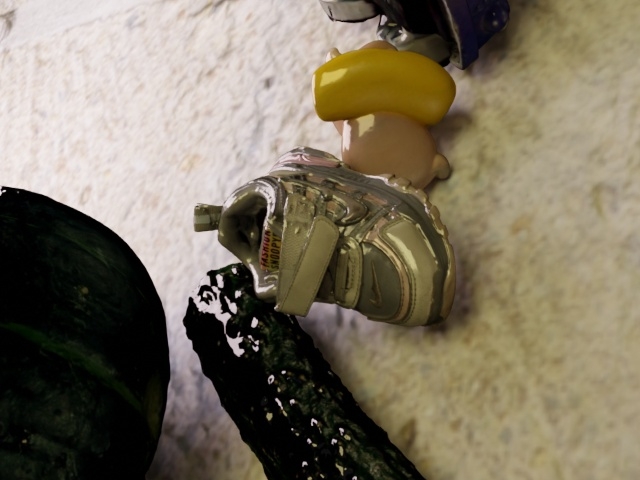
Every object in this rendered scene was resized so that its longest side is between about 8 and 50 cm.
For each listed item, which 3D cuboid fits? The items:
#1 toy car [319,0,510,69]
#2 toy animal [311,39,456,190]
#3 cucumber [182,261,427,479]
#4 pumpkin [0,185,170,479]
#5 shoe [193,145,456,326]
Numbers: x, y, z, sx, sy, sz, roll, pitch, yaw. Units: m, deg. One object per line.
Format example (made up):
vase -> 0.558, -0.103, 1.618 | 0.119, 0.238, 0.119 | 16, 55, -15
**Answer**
toy car -> 0.060, -0.237, 0.815 | 0.158, 0.172, 0.235 | -37, 48, -3
toy animal -> 0.047, -0.085, 0.796 | 0.091, 0.114, 0.082 | -25, 11, 0
cucumber -> 0.001, 0.119, 0.694 | 0.081, 0.072, 0.303 | -20, 39, -17
pumpkin -> -0.218, 0.129, 0.773 | 0.315, 0.238, 0.315 | -50, 26, 34
shoe -> 0.000, 0.000, 0.732 | 0.180, 0.092, 0.089 | 32, 126, 41
